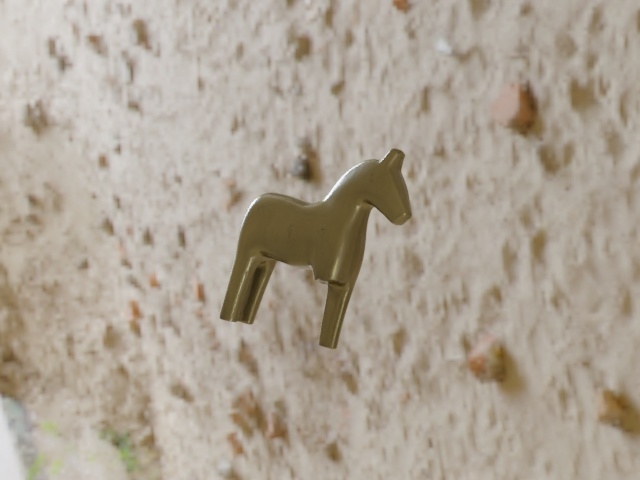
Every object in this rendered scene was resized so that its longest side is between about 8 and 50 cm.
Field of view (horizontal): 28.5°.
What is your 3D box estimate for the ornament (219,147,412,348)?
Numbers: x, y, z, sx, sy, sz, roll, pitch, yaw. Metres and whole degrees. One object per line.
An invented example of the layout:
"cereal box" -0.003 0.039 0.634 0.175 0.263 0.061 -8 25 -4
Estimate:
"ornament" 0.000 0.000 1.470 0.230 0.061 0.245 15 91 40
